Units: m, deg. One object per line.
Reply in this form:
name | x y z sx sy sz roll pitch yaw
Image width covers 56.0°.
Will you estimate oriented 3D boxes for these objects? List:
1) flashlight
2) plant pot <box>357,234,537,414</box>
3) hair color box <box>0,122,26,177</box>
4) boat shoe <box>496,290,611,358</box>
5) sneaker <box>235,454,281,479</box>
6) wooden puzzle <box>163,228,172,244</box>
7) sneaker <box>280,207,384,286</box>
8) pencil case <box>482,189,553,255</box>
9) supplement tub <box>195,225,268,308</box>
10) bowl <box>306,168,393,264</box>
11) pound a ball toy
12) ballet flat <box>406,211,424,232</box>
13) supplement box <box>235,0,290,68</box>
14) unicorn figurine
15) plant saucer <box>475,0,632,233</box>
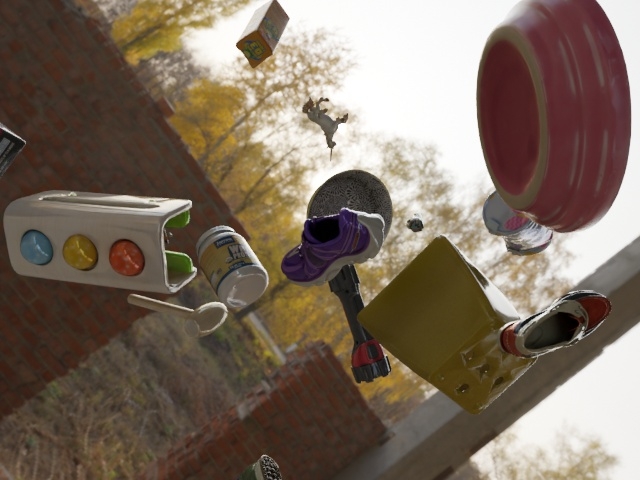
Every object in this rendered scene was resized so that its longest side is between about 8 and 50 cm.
flashlight | 0.092 0.213 1.567 0.103 0.103 0.303 -12 82 -68
plant pot | 0.227 0.157 1.006 0.212 0.212 0.187 40 9 -30
hair color box | -0.669 -0.177 0.900 0.114 0.185 0.374 32 -3 31
boat shoe | 0.249 0.086 0.620 0.043 0.137 0.049 152 -79 -73
sneaker | -0.098 0.445 0.947 0.064 0.086 0.192 40 22 -38
wooden puzzle | -0.360 -0.016 1.317 0.083 0.006 0.049 17 38 -44
sneaker | 0.000 0.000 0.684 0.071 0.068 0.170 24 -33 -26
pencil case | 0.460 -0.040 1.398 0.273 0.124 0.113 25 34 -60
supplement tub | -0.244 0.069 1.633 0.199 0.144 0.144 52 -7 35
bowl | 0.037 -0.047 1.075 0.170 0.170 0.080 58 -15 -25
pound a ball toy | -0.318 0.043 0.934 0.136 0.320 0.208 -46 139 -64
ballet flat | 0.217 -0.041 1.387 0.041 0.041 0.114 55 13 -3
supplement box | -0.147 -0.544 1.568 0.078 0.080 0.233 50 34 -30
unicorn figurine | 0.018 -0.299 1.542 0.162 0.060 0.111 47 -37 -10
plant saucer | 0.291 -0.170 0.817 0.332 0.084 0.331 172 -90 -87
